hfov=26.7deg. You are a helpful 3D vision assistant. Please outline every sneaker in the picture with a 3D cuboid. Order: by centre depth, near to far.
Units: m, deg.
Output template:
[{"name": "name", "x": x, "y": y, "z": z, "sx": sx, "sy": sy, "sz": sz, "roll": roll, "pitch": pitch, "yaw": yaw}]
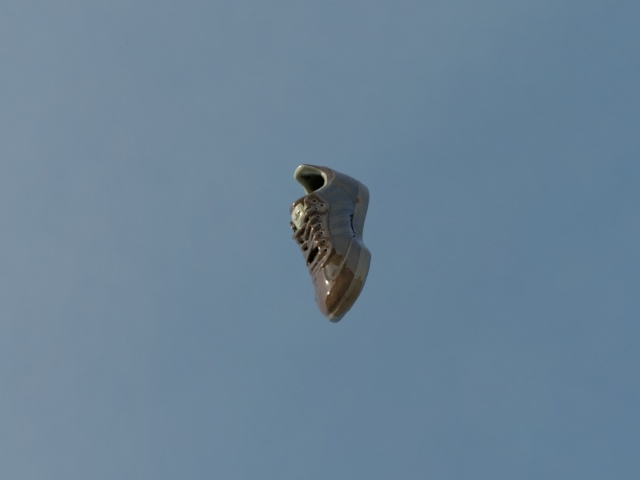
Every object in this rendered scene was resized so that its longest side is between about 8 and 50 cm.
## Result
[{"name": "sneaker", "x": 0.000, "y": 0.000, "z": 1.201, "sx": 0.071, "sy": 0.188, "sz": 0.066, "roll": 26, "pitch": -59, "yaw": -15}]
